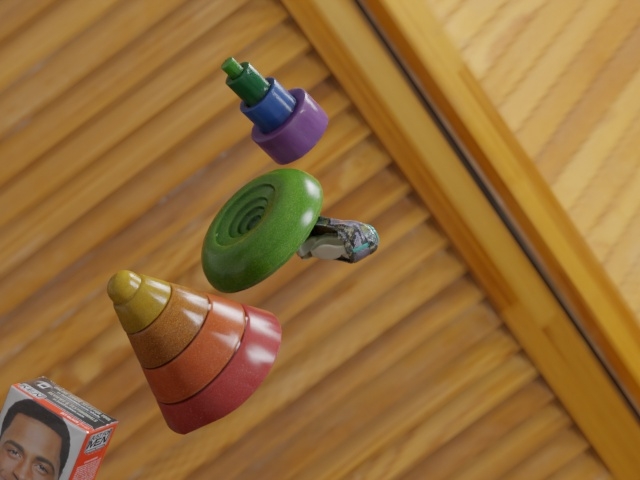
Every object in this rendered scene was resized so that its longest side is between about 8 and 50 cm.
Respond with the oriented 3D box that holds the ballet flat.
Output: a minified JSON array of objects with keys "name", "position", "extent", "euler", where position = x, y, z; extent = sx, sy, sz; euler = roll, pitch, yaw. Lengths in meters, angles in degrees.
[{"name":"ballet flat","position":[0.000,0.000,1.199],"extent":[0.041,0.041,0.114],"euler":[-44,27,-25]}]

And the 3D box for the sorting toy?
[{"name":"sorting toy","position":[-0.088,-0.023,1.184],"extent":[0.127,0.126,0.365],"euler":[-23,36,36]}]

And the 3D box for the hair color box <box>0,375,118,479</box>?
[{"name":"hair color box","position":[-0.203,0.175,1.017],"extent":[0.043,0.072,0.141],"euler":[-10,-56,-66]}]
